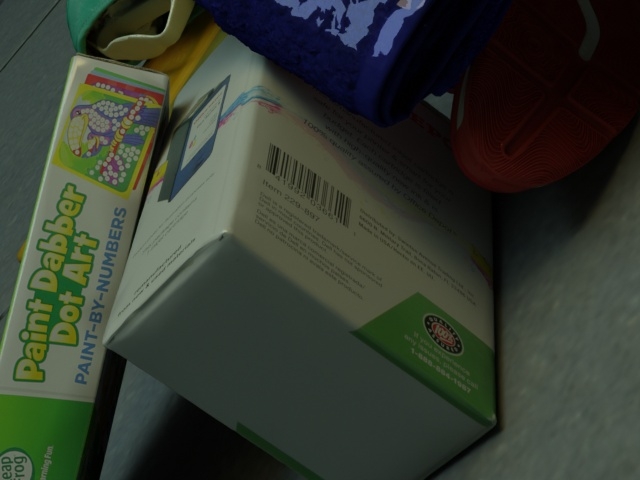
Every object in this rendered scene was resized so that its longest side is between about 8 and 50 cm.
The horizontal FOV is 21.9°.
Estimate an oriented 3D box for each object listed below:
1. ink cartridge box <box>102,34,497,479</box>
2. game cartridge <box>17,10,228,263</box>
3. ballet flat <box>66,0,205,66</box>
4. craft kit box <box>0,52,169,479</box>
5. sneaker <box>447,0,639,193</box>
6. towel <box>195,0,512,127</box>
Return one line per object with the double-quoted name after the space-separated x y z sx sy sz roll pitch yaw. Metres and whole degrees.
0.000 0.000 0.784 0.093 0.154 0.212 -42 23 31 "ink cartridge box"
-0.058 -0.087 1.140 0.324 0.053 0.285 3 57 54 "game cartridge"
-0.093 -0.190 1.209 0.247 0.083 0.087 -28 58 36 "ballet flat"
-0.134 0.055 0.896 0.246 0.061 0.249 105 177 -78 "craft kit box"
0.100 -0.080 0.842 0.128 0.087 0.221 -44 9 49 "sneaker"
-0.015 -0.214 0.784 0.308 0.076 0.227 35 99 29 "towel"
